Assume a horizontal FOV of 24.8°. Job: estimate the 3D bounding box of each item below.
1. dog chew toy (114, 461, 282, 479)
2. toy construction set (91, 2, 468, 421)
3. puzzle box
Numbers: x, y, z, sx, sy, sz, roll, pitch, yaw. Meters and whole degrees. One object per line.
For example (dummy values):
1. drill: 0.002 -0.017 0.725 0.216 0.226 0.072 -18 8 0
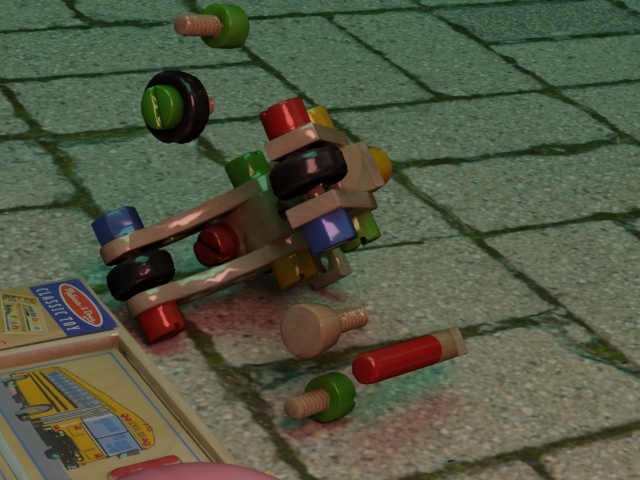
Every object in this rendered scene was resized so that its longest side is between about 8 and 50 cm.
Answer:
1. dog chew toy: -0.133 0.231 0.690 0.332 0.206 0.206 -15 32 -20
2. toy construction set: 0.000 0.000 1.186 0.309 0.257 0.237 46 30 24
3. puzzle box: -0.208 0.155 0.973 0.272 0.052 0.409 -10 30 -30
